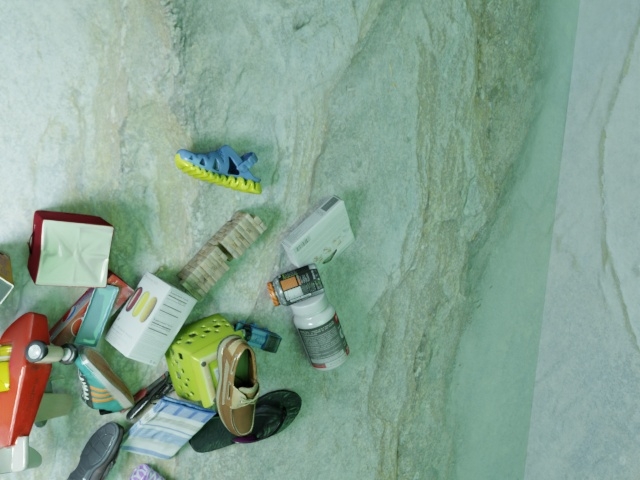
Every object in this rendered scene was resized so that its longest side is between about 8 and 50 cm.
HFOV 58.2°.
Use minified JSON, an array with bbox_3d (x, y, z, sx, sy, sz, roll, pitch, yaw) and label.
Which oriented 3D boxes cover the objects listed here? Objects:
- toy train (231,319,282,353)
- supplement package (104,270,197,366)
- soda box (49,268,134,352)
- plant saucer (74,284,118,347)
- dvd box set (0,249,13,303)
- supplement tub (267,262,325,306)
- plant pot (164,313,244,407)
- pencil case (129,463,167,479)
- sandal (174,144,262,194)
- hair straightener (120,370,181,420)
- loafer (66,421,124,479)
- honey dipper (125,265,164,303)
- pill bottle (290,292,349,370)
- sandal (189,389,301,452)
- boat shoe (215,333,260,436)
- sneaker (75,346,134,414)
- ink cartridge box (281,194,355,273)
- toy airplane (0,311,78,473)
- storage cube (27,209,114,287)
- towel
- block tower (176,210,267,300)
[{"bbox_3d":[-0.230,0.340,2.039,0.184,0.105,0.080,24,86,-33],"label":"toy train"},{"bbox_3d":[-0.527,0.244,1.797,0.244,0.139,0.134,-60,144,-9],"label":"supplement package"},{"bbox_3d":[-0.694,0.216,1.738,0.263,0.083,0.092,-51,121,-14],"label":"soda box"},{"bbox_3d":[-0.662,0.219,1.698,0.067,0.018,0.191,21,90,-34],"label":"plant saucer"},{"bbox_3d":[-0.880,0.179,1.414,0.062,0.420,0.307,40,77,-28],"label":"dvd box set"},{"bbox_3d":[-0.088,0.163,2.061,0.191,0.117,0.116,-19,111,-2],"label":"supplement tub"},{"bbox_3d":[-0.357,0.400,1.894,0.228,0.207,0.227,-23,112,-35],"label":"plant pot"},{"bbox_3d":[-0.554,0.844,1.950,0.086,0.088,0.206,-48,119,-18],"label":"pencil case"},{"bbox_3d":[-0.321,-0.247,1.864,0.318,0.126,0.138,13,89,-41],"label":"sandal"},{"bbox_3d":[-0.553,0.512,1.917,0.230,0.047,0.089,-42,122,-24],"label":"hair straightener"},{"bbox_3d":[-0.709,0.713,1.832,0.302,0.109,0.095,-57,142,-2],"label":"loafer"},{"bbox_3d":[-0.559,0.143,1.842,0.160,0.030,0.030,-51,121,-17],"label":"honey dipper"},{"bbox_3d":[-0.004,0.327,2.144,0.161,0.161,0.283,-29,114,-24],"label":"pill bottle"},{"bbox_3d":[-0.252,0.675,2.092,0.446,0.107,0.167,-11,106,-30],"label":"sandal"},{"bbox_3d":[-0.249,0.457,1.778,0.123,0.120,0.323,-15,106,-38],"label":"boat shoe"},{"bbox_3d":[-0.680,0.442,1.742,0.121,0.108,0.302,-26,135,-10],"label":"sneaker"},{"bbox_3d":[0.000,0.000,2.145,0.275,0.060,0.238,-43,144,-18],"label":"ink cartridge box"},{"bbox_3d":[-0.843,0.429,1.531,0.384,0.273,0.385,-57,150,-52],"label":"toy airplane"},{"bbox_3d":[-0.705,0.023,1.627,0.215,0.193,0.183,7,96,-32],"label":"storage cube"},{"bbox_3d":[-0.506,0.622,1.886,0.209,0.034,0.285,29,116,-34],"label":"towel"},{"bbox_3d":[-0.334,0.041,1.924,0.335,0.097,0.091,-49,120,-16],"label":"block tower"}]
